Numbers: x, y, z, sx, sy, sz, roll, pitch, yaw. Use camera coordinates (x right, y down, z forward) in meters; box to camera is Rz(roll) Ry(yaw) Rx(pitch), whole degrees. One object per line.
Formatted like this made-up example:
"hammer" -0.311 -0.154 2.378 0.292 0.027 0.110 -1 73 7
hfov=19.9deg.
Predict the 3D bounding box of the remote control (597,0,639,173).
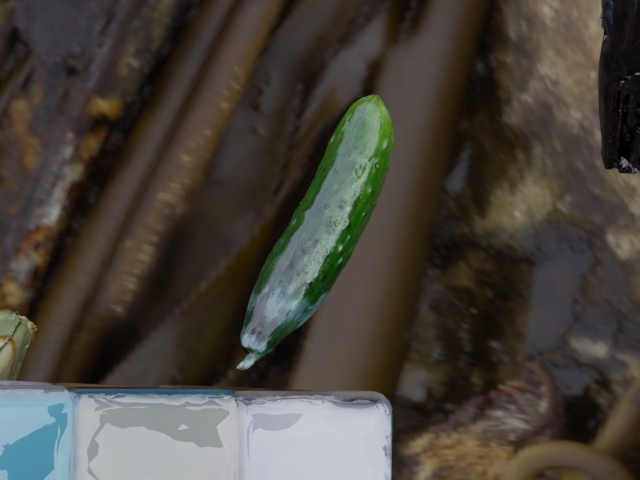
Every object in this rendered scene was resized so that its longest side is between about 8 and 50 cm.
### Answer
"remote control" 0.281 -0.155 1.428 0.145 0.399 0.062 -6 64 5

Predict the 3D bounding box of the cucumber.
"cucumber" 0.000 0.000 0.909 0.037 0.037 0.155 28 91 17

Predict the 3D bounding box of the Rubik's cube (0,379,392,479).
"Rubik's cube" -0.154 0.276 1.356 0.347 0.344 0.346 4 84 -14

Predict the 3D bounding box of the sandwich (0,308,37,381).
"sandwich" -0.367 0.183 1.721 0.227 0.155 0.198 -3 123 20
